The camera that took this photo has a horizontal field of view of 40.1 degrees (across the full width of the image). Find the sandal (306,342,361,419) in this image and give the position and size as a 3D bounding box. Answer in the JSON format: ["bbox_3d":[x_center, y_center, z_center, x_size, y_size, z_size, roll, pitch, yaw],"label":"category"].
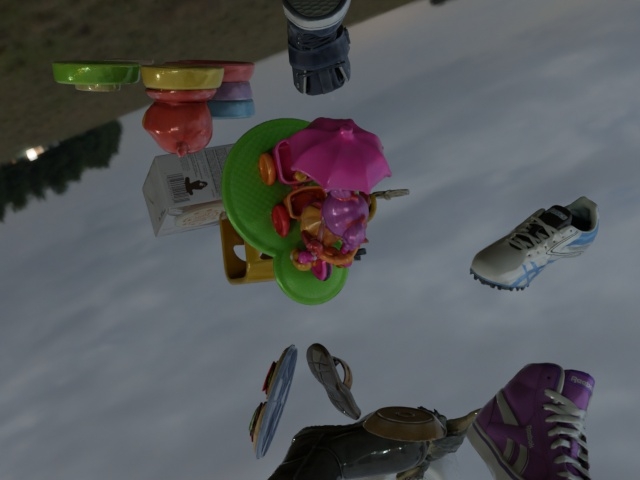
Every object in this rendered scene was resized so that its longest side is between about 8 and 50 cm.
[{"bbox_3d":[0.037,0.279,1.781,0.060,0.219,0.090,-44,-146,-21],"label":"sandal"}]

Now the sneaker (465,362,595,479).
[{"bbox_3d":[0.274,0.229,1.011,0.161,0.102,0.282,-52,-158,5],"label":"sneaker"}]

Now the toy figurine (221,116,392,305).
[{"bbox_3d":[0.002,-0.033,0.723,0.130,0.173,0.159,-12,179,-19],"label":"toy figurine"}]

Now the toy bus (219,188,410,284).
[{"bbox_3d":[-0.013,0.001,0.989,0.202,0.104,0.191,-7,177,22],"label":"toy bus"}]

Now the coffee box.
[{"bbox_3d":[-0.165,-0.093,1.499,0.246,0.098,0.141,-12,166,-24],"label":"coffee box"}]

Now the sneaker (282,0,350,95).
[{"bbox_3d":[0.001,-0.250,1.107,0.086,0.163,0.226,-12,-150,-1],"label":"sneaker"}]

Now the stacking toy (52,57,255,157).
[{"bbox_3d":[-0.254,-0.216,1.385,0.279,0.130,0.309,4,-166,14],"label":"stacking toy"}]

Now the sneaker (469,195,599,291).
[{"bbox_3d":[0.283,0.000,1.159,0.237,0.086,0.085,-22,-138,-37],"label":"sneaker"}]

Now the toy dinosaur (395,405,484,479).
[{"bbox_3d":[0.175,0.285,1.307,0.268,0.118,0.064,-44,-153,42],"label":"toy dinosaur"}]

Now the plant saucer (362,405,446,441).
[{"bbox_3d":[0.085,0.181,0.879,0.083,0.015,0.083,4,-175,0],"label":"plant saucer"}]

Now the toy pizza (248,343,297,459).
[{"bbox_3d":[-0.083,0.269,1.479,0.032,0.201,0.201,16,-160,7],"label":"toy pizza"}]

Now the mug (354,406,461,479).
[{"bbox_3d":[0.222,0.588,2.030,0.276,0.374,0.328,-41,-179,-2],"label":"mug"}]

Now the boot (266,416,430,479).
[{"bbox_3d":[0.004,0.269,0.935,0.190,0.076,0.208,-16,-172,27],"label":"boot"}]
